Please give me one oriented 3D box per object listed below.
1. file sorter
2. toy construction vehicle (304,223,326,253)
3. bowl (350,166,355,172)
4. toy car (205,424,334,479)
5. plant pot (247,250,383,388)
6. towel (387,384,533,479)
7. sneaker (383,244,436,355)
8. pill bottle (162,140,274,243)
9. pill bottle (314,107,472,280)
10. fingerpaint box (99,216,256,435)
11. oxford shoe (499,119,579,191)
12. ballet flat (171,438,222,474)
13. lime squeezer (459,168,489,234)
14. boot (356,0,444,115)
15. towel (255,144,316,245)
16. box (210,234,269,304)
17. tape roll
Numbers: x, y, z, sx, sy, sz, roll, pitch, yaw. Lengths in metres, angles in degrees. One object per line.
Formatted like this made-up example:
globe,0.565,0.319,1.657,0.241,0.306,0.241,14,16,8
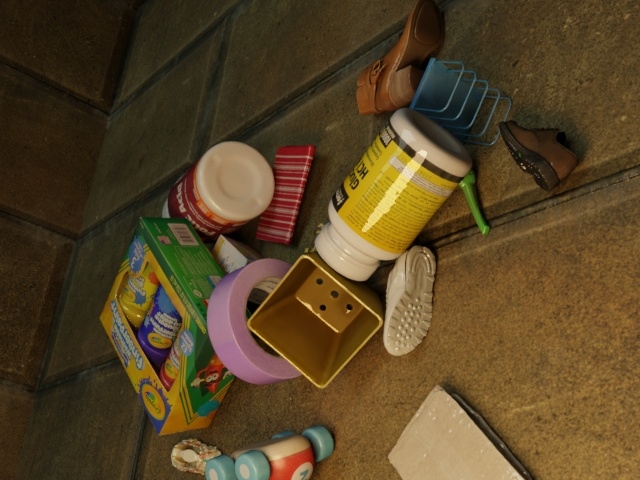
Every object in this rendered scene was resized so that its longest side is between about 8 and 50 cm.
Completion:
file sorter,0.292,-0.281,1.644,0.104,0.170,0.118,19,85,55
toy construction vehicle,0.000,0.000,1.991,0.098,0.035,0.086,0,69,55
bowl,0.116,-0.134,1.876,0.170,0.080,0.170,-32,46,40
toy car,-0.082,0.532,1.662,0.210,0.219,0.238,-23,80,45
plant pot,0.010,0.144,1.712,0.212,0.212,0.187,-50,-2,22
towel,0.235,0.398,1.392,0.187,0.049,0.282,-58,34,13
sneaker,0.171,0.127,1.638,0.094,0.090,0.235,-23,44,57
pill bottle,-0.307,-0.117,2.293,0.392,0.224,0.224,-28,47,59
pill bottle,0.136,-0.084,1.618,0.334,0.187,0.188,-53,35,23
fingerpaint box,-0.390,0.216,2.114,0.445,0.163,0.371,52,126,36
oxford shoe,0.411,-0.175,1.508,0.096,0.083,0.227,-35,36,4
ballet flat,-0.336,0.552,2.066,0.241,0.077,0.091,-15,58,51
lime squeezer,0.271,-0.113,1.685,0.310,0.058,0.110,34,128,55
boot,0.190,-0.446,1.975,0.220,0.109,0.284,-12,67,56
towel,-0.093,-0.128,2.170,0.199,0.031,0.275,10,85,61
box,-0.214,0.078,2.167,0.103,0.114,0.203,-62,35,6
tape roll,-0.119,0.183,1.818,0.090,0.274,0.275,-24,51,46
